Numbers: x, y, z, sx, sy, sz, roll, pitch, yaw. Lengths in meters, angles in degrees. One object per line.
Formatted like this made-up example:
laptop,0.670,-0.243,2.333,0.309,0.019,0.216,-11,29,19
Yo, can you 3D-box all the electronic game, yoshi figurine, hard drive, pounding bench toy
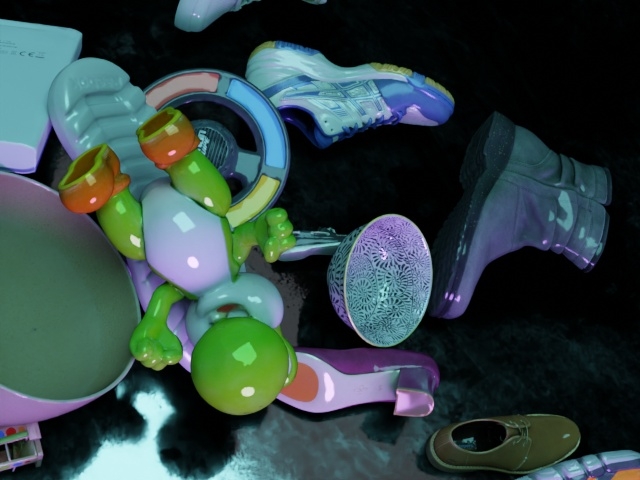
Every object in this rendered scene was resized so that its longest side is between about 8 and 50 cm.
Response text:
electronic game,-0.153,-0.114,1.522,0.229,0.048,0.229,1,82,-7
yoshi figurine,-0.128,0.049,1.287,0.203,0.203,0.362,-50,120,-38
hard drive,-0.422,-0.189,1.419,0.210,0.040,0.319,7,33,-5
pounding bench toy,-0.351,0.227,1.307,0.065,0.083,0.052,-11,69,-22

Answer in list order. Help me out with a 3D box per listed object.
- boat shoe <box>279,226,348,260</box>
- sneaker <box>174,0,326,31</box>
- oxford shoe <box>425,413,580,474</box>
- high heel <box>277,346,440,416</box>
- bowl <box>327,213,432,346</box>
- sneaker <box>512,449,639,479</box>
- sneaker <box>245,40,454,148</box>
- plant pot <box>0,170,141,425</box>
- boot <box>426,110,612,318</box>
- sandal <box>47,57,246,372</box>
boat shoe,0.000,0.000,1.546,0.125,0.046,0.038,-8,72,-11
sneaker,-0.072,-0.378,1.661,0.169,0.108,0.292,32,63,2
oxford shoe,0.245,0.255,1.476,0.212,0.076,0.076,-4,64,-20
high heel,0.031,0.159,1.477,0.244,0.082,0.117,5,23,4
bowl,0.062,0.049,1.503,0.170,0.080,0.170,-4,96,-44
sneaker,0.271,0.376,1.411,0.321,0.124,0.180,-18,75,-12
sneaker,0.037,-0.180,1.623,0.296,0.112,0.131,10,74,-4
plant pot,-0.370,0.092,1.285,0.284,0.191,0.284,33,37,-29
boot,0.287,-0.008,1.599,0.222,0.118,0.338,27,64,-8
sandal,-0.211,-0.027,1.434,0.169,0.102,0.416,-33,103,-43
